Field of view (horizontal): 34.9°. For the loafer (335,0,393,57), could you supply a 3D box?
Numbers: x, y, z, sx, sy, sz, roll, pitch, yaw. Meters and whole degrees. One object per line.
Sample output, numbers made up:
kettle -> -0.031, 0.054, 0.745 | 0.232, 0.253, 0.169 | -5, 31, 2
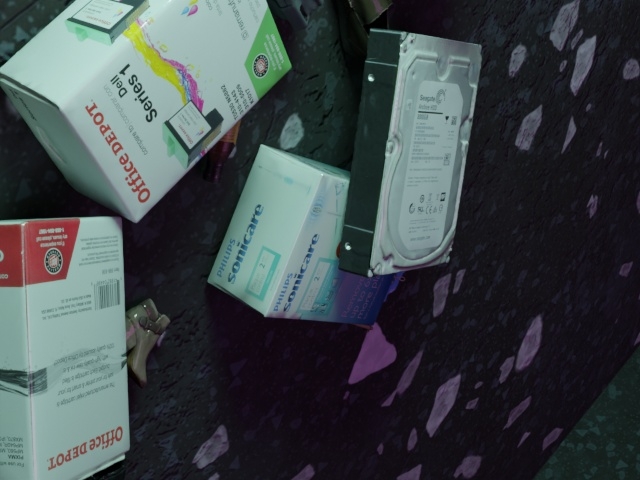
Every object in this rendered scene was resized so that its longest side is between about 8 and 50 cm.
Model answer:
loafer -> 0.065, -0.339, 1.390 | 0.080, 0.078, 0.220 | -46, 144, -22

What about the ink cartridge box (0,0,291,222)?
ink cartridge box -> -0.185, -0.189, 1.130 | 0.278, 0.117, 0.201 | -48, 145, -19

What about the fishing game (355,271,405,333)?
fishing game -> 0.122, 0.039, 1.787 | 0.264, 0.041, 0.189 | -60, 150, -2

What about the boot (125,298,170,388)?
boot -> -0.237, 0.137, 1.374 | 0.087, 0.042, 0.118 | -48, 145, -23

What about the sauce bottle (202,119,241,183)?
sauce bottle -> -0.128, -0.137, 1.317 | 0.042, 0.042, 0.128 | -12, 126, -49

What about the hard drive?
hard drive -> 0.135, -0.124, 1.466 | 0.237, 0.064, 0.339 | -6, 106, -54

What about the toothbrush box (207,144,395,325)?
toothbrush box -> 0.000, 0.000, 1.513 | 0.295, 0.126, 0.216 | 13, 102, -55

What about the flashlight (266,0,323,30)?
flashlight -> -0.075, -0.366, 1.152 | 0.103, 0.103, 0.304 | -52, 156, -3

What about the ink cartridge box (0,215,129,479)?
ink cartridge box -> -0.298, 0.114, 1.073 | 0.197, 0.114, 0.273 | -9, 97, -72

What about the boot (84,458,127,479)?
boot -> -0.293, 0.356, 1.462 | 0.121, 0.045, 0.099 | -17, 124, -46
